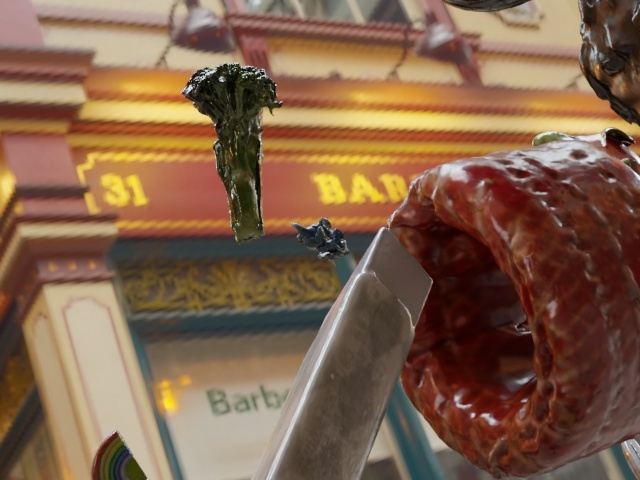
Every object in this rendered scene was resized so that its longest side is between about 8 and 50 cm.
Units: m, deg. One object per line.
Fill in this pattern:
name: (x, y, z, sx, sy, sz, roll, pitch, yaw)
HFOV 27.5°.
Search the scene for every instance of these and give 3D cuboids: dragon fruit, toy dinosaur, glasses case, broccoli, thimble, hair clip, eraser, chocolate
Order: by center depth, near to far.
chocolate: (0.212, -0.082, 0.654, 0.156, 0.133, 0.156, -5, -46, -5)
eraser: (-0.007, 0.194, 1.170, 0.082, 0.396, 0.213, 27, -41, -2)
thimble: (0.229, 0.073, 1.410, 0.231, 0.350, 0.350, -12, -27, -32)
hair clip: (-0.211, 0.308, 1.500, 0.060, 0.033, 0.188, -33, -68, -16)
glasses case: (0.375, 0.263, 1.536, 0.021, 0.083, 0.032, -17, -56, -2)
toy dinosaur: (0.000, 0.000, 1.649, 0.047, 0.030, 0.083, -26, -50, 35)
broccoli: (-0.137, -0.144, 2.134, 0.146, 0.304, 0.165, -7, -13, -15)
dragon fruit: (0.462, -0.082, 2.201, 0.227, 0.224, 0.224, -3, -20, 23)

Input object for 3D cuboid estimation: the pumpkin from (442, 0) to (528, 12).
pumpkin: (0.215, -0.412, 1.481, 0.296, 0.295, 0.296, -16, -27, -9)
